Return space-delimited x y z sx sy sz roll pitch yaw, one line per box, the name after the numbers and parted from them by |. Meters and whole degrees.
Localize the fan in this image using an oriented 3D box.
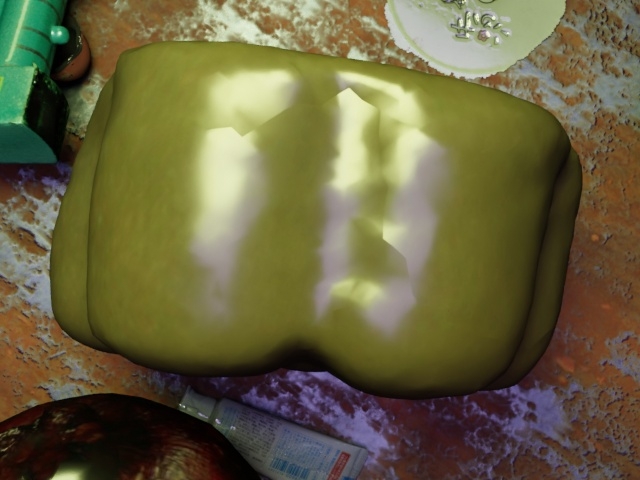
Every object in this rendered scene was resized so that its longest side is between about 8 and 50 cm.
0.201 -0.406 0.884 0.233 0.012 0.414 6 91 0 | fan

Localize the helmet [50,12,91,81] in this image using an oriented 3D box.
-0.306 -0.228 0.866 0.065 0.049 0.084 -7 70 19 | helmet

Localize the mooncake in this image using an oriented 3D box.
0.000 0.000 0.668 0.467 0.467 0.262 9 84 1 | mooncake

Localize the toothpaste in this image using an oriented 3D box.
-0.063 0.245 0.855 0.234 0.057 0.089 26 94 -5 | toothpaste

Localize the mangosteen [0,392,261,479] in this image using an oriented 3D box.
-0.218 0.346 0.712 0.381 0.421 0.381 1 52 -1 | mangosteen

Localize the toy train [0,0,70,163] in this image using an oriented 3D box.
-0.364 -0.223 0.797 0.194 0.120 0.298 1 68 7 | toy train
